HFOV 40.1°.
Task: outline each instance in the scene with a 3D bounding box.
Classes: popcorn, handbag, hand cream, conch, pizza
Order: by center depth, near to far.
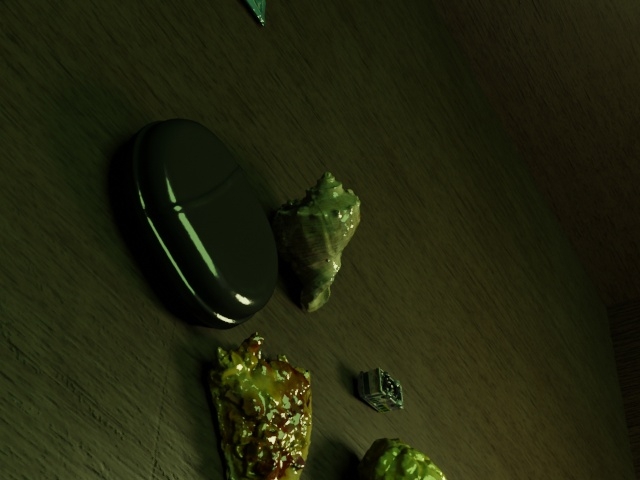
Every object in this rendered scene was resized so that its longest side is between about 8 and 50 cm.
[{"bbox_3d":[-0.077,0.232,1.220,0.229,0.081,0.290,57,29,-22],"label":"pizza"},{"bbox_3d":[-0.163,-0.027,1.230,0.308,0.093,0.254,63,27,-13],"label":"handbag"},{"bbox_3d":[0.131,0.402,1.431,0.173,0.173,0.142,41,59,-45],"label":"popcorn"},{"bbox_3d":[0.000,0.000,1.473,0.178,0.162,0.245,-17,116,-49],"label":"conch"},{"bbox_3d":[-0.161,-0.504,1.657,0.224,0.048,0.083,47,30,-47],"label":"hand cream"}]

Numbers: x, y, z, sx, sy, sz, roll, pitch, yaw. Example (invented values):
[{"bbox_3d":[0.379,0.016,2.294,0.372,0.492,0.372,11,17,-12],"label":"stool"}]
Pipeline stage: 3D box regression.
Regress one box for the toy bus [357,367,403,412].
[{"bbox_3d":[0.107,0.270,1.579,0.102,0.058,0.052,45,34,-50],"label":"toy bus"}]
